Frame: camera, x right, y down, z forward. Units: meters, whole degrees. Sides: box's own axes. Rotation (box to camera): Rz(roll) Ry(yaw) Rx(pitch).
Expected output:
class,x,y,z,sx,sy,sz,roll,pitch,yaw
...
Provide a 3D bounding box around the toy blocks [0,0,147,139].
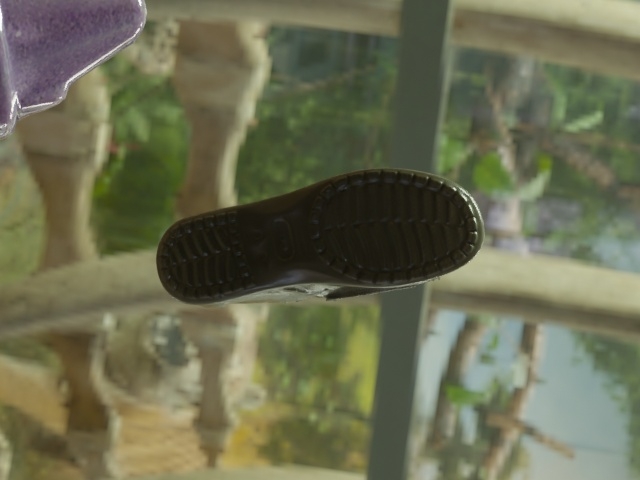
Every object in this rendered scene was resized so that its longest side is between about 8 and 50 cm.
class,x,y,z,sx,sy,sz,roll,pitch,yaw
toy blocks,-0.037,-0.200,0.436,0.309,0.260,0.288,91,-19,-45

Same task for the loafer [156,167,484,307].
class,x,y,z,sx,sy,sz,roll,pitch,yaw
loafer,0.000,0.000,0.782,0.050,0.148,0.056,74,11,-85
